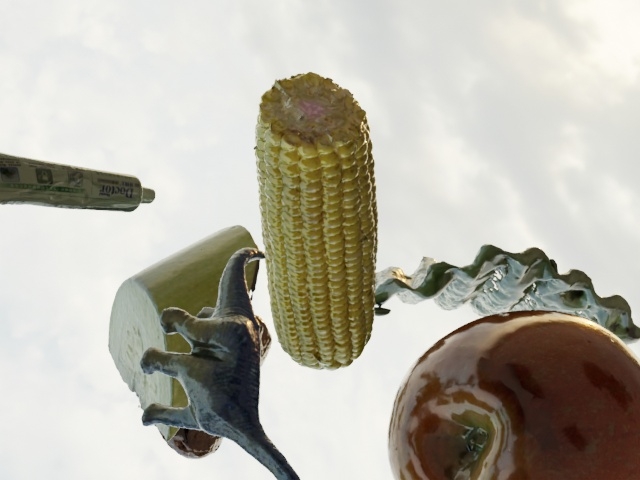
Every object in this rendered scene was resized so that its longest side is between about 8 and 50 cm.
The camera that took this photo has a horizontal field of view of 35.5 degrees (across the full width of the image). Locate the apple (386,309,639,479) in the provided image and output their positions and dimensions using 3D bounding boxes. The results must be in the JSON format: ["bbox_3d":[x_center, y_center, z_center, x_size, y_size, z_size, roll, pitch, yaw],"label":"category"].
[{"bbox_3d":[0.186,0.182,0.923,0.253,0.253,0.253,26,-132,-33],"label":"apple"}]

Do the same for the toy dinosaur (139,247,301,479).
[{"bbox_3d":[-0.053,0.109,0.858,0.247,0.188,0.075,-61,-28,-32],"label":"toy dinosaur"}]

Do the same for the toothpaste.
[{"bbox_3d":[-0.259,-0.056,1.022,0.218,0.041,0.064,6,-117,-47],"label":"toothpaste"}]

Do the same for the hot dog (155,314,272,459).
[{"bbox_3d":[-0.160,0.202,1.453,0.227,0.099,0.160,-56,-50,-15],"label":"hot dog"}]

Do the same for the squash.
[{"bbox_3d":[-0.155,0.095,1.230,0.155,0.204,0.237,-5,-156,-32],"label":"squash"}]

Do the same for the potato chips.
[{"bbox_3d":[0.158,0.058,1.189,0.373,0.389,0.097,10,-94,-21],"label":"potato chips"}]

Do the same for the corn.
[{"bbox_3d":[0.000,0.000,0.689,0.081,0.248,0.081,-1,-133,1],"label":"corn"}]
